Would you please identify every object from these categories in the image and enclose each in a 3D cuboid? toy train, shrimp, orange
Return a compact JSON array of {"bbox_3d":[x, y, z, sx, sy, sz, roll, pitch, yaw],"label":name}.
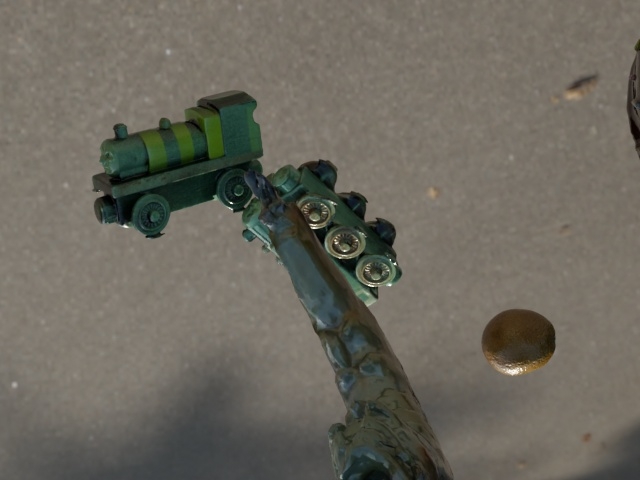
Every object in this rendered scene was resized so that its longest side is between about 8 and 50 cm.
[{"bbox_3d":[0.000,0.000,1.282,0.125,0.081,0.194,-35,120,24],"label":"toy train"},{"bbox_3d":[0.032,0.095,0.800,0.068,0.287,0.185,-23,141,9],"label":"shrimp"},{"bbox_3d":[-0.160,-0.084,1.312,0.200,0.132,0.083,-19,-157,-30],"label":"toy train"},{"bbox_3d":[0.224,0.115,1.335,0.085,0.085,0.085,-9,154,-4],"label":"orange"}]

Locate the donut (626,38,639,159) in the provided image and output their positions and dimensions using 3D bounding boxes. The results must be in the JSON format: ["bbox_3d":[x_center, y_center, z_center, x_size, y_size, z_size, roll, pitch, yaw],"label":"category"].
[{"bbox_3d":[0.352,-0.126,0.908,0.235,0.235,0.089,-17,157,13],"label":"donut"}]
